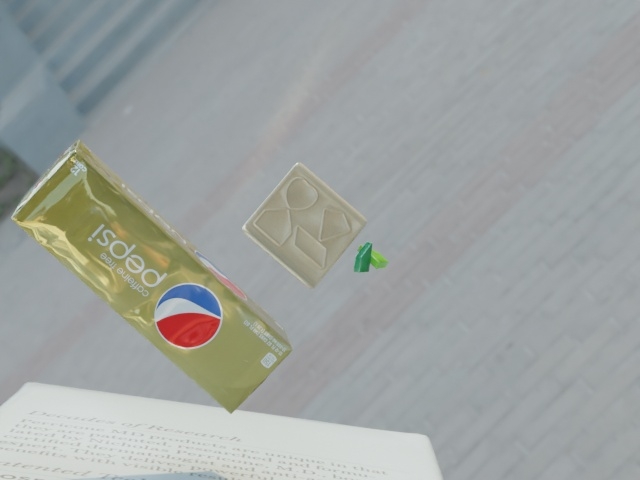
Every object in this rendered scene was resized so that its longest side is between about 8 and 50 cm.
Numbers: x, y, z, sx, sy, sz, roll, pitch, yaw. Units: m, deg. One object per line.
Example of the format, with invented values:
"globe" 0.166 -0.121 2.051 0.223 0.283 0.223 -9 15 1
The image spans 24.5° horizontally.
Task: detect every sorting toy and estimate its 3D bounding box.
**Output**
"sorting toy" 0.000 0.000 0.894 0.062 0.083 0.012 -51 4 -24

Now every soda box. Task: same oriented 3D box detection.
"soda box" -0.103 0.021 0.907 0.058 0.181 0.061 -47 12 3

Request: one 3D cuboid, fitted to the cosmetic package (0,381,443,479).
"cosmetic package" -0.093 0.302 0.957 0.393 0.328 0.329 -92 10 -85
